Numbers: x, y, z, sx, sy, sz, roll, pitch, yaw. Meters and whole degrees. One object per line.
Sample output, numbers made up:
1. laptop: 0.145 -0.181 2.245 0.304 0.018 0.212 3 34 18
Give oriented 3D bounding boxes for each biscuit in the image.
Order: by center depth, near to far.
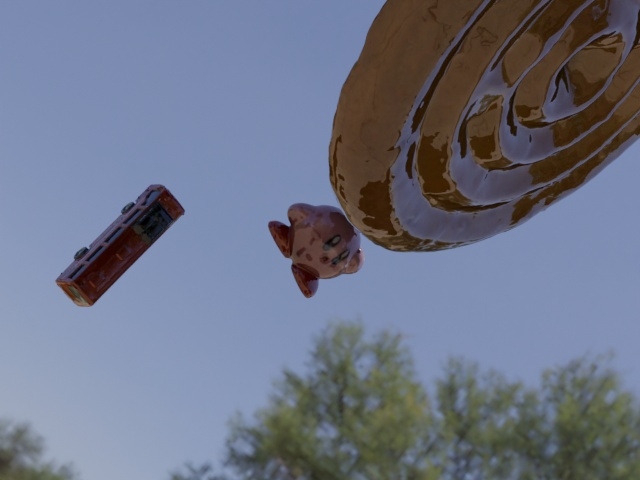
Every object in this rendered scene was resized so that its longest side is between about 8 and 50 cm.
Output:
1. biscuit: 0.114 -0.087 0.604 0.037 0.262 0.262 48 -14 27

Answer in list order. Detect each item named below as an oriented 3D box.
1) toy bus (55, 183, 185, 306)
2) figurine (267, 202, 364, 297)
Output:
1. toy bus: -0.147 0.003 0.960 0.031 0.110 0.043 50 -23 -20
2. figurine: 0.000 0.000 1.175 0.083 0.071 0.067 59 8 -9
